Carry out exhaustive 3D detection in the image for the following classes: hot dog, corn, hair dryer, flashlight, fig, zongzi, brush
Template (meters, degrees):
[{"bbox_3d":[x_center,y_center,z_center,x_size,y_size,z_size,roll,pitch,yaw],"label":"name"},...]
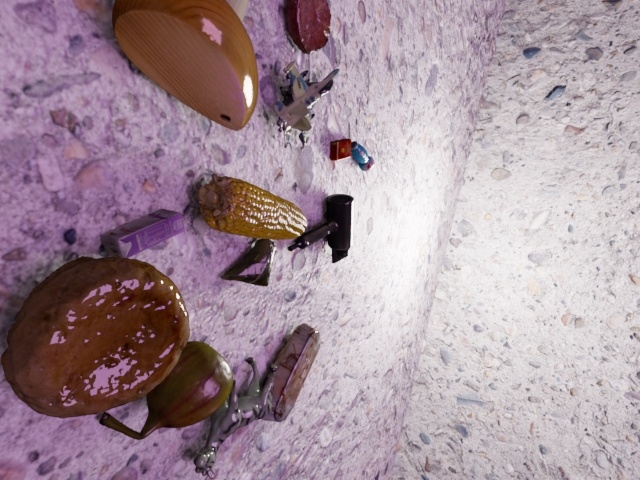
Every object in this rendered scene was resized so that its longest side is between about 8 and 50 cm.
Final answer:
[{"bbox_3d":[-0.080,0.352,1.095,0.268,0.075,0.144,-61,151,-28],"label":"hot dog"},{"bbox_3d":[-0.122,-0.050,0.826,0.305,0.106,0.106,18,86,-63],"label":"corn"},{"bbox_3d":[0.000,0.000,1.108,0.248,0.078,0.195,-27,126,-42],"label":"hair dryer"},{"bbox_3d":[0.120,-0.251,1.219,0.129,0.051,0.051,37,70,-52],"label":"flashlight"},{"bbox_3d":[-0.241,0.265,0.711,0.148,0.142,0.186,52,39,-22],"label":"fig"},{"bbox_3d":[-0.150,0.038,0.870,0.119,0.055,0.109,19,82,-49],"label":"zongzi"},{"bbox_3d":[-0.163,-0.298,0.605,0.266,0.174,0.166,55,45,-63],"label":"brush"}]

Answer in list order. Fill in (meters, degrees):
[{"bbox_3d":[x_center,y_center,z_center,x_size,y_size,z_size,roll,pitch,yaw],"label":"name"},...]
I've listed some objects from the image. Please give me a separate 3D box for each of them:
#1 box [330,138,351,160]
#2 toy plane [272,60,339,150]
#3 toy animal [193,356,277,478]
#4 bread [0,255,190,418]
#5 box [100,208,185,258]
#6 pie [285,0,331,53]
[{"bbox_3d":[0.056,-0.250,1.128,0.082,0.023,0.051,-29,126,-52],"label":"box"},{"bbox_3d":[-0.029,-0.318,0.906,0.192,0.088,0.262,79,27,-45],"label":"toy plane"},{"bbox_3d":[-0.193,0.368,0.903,0.255,0.090,0.170,-32,125,-42],"label":"toy animal"},{"bbox_3d":[-0.300,0.123,0.565,0.230,0.123,0.230,-24,124,-40],"label":"bread"},{"bbox_3d":[-0.273,-0.012,0.637,0.117,0.051,0.036,-38,130,-50],"label":"box"},{"bbox_3d":[-0.023,-0.478,0.884,0.154,0.036,0.154,-31,128,-51],"label":"pie"}]
